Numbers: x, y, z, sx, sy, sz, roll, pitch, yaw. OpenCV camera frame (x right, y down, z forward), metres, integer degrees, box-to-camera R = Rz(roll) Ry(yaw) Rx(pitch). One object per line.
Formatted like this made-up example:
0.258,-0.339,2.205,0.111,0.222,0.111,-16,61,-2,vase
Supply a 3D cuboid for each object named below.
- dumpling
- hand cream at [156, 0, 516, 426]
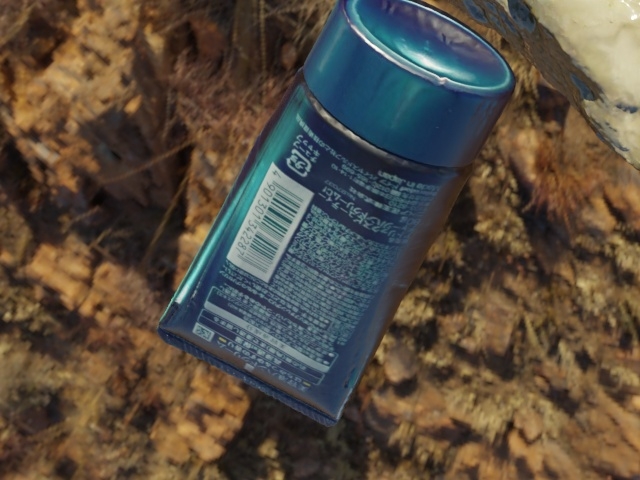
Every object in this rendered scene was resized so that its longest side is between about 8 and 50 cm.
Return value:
0.153,-0.175,0.737,0.332,0.086,0.166,46,134,35,dumpling
0.000,0.000,0.569,0.120,0.061,0.270,27,132,-2,hand cream
